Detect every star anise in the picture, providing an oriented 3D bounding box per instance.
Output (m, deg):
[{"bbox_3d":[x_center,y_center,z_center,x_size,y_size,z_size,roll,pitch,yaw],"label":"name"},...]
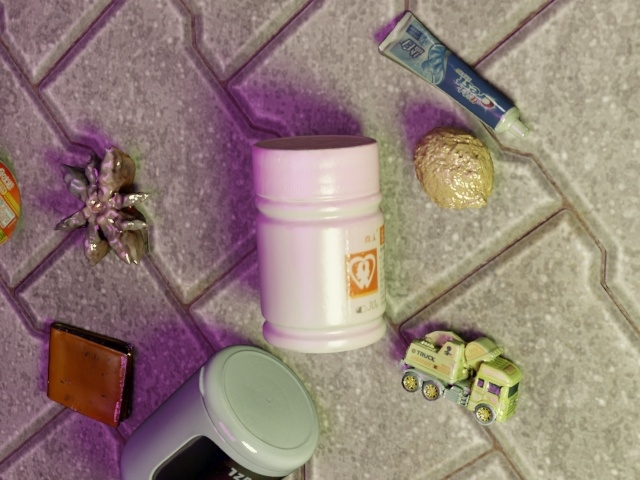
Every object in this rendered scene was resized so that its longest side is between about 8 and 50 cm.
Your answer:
[{"bbox_3d":[-0.387,-0.065,2.044,0.229,0.093,0.236,36,118,16],"label":"star anise"}]

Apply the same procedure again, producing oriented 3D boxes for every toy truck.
[{"bbox_3d":[0.221,0.201,1.785,0.191,0.085,0.116,21,107,25],"label":"toy truck"}]

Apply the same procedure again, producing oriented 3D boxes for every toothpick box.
[{"bbox_3d":[-0.195,0.357,1.974,0.355,0.263,0.263,-43,80,30],"label":"toothpick box"}]

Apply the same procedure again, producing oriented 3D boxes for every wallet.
[{"bbox_3d":[-0.442,0.254,2.185,0.195,0.042,0.161,14,104,27],"label":"wallet"}]

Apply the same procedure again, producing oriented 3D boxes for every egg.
[{"bbox_3d":[0.200,-0.106,1.701,0.116,0.118,0.140,-44,88,12],"label":"egg"}]

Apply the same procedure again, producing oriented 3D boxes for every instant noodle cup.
[{"bbox_3d":[-0.715,-0.069,2.182,0.212,0.193,0.193,-2,101,37],"label":"instant noodle cup"}]

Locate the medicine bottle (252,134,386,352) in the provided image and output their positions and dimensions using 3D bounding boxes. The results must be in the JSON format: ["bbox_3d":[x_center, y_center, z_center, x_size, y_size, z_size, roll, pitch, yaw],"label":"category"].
[{"bbox_3d":[0.000,0.000,1.786,0.202,0.202,0.315,5,105,28],"label":"medicine bottle"}]

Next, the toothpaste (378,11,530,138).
[{"bbox_3d":[0.205,-0.239,1.709,0.268,0.047,0.069,41,131,18],"label":"toothpaste"}]
